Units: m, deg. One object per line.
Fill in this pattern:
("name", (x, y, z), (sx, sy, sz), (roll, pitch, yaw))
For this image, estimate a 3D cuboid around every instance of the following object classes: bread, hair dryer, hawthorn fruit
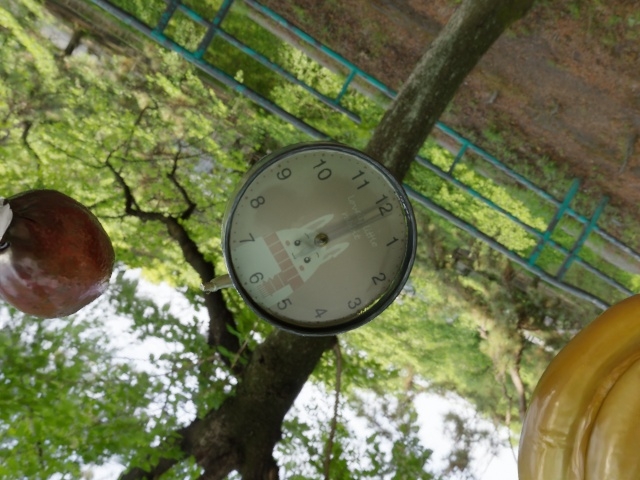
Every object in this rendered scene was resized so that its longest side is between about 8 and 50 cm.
("bread", (0.481, 0.274, 0.686), (0.329, 0.424, 0.245), (43, 177, -21))
("hair dryer", (-0.193, 0.047, 1.517), (0.119, 0.295, 0.298), (14, 172, 40))
("hawthorn fruit", (-0.450, 0.035, 0.849), (0.215, 0.215, 0.249), (30, 149, 30))

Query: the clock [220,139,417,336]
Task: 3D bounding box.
("clock", (0.000, 0.000, 0.980), (0.386, 0.386, 0.076), (30, -175, -13))
